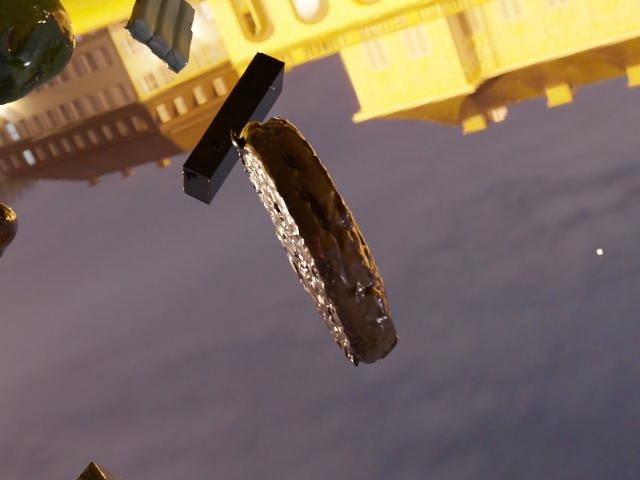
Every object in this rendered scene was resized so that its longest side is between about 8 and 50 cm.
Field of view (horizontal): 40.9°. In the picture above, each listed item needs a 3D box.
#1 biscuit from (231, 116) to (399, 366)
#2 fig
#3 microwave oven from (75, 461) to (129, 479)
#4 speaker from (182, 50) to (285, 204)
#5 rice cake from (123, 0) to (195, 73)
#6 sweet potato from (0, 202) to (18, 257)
[{"bbox_3d":[0.001,-0.001,0.917,0.075,0.295,0.296,-28,-160,-6],"label":"biscuit"},{"bbox_3d":[-0.445,-0.319,1.114,0.206,0.275,0.206,-16,-157,7],"label":"fig"},{"bbox_3d":[-0.337,0.476,1.246,0.240,0.194,0.145,-50,-134,-7],"label":"microwave oven"},{"bbox_3d":[-0.120,-0.158,1.203,0.218,0.044,0.082,-61,175,-24],"label":"speaker"},{"bbox_3d":[-0.272,-0.378,1.492,0.043,0.127,0.237,-40,-152,24],"label":"rice cake"},{"bbox_3d":[-0.390,0.004,0.952,0.226,0.068,0.068,-30,-169,38],"label":"sweet potato"}]
